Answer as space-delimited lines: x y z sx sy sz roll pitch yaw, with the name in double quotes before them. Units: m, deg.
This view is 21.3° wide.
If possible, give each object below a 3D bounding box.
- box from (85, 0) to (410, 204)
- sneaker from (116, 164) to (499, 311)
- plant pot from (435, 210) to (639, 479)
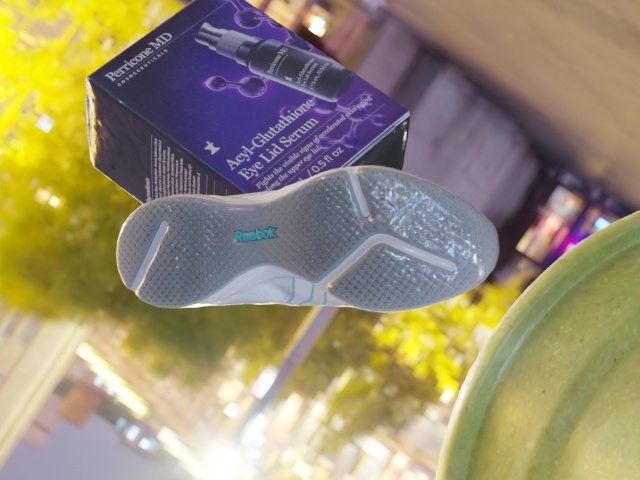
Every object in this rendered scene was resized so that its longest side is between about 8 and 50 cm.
"box" -0.058 -0.079 1.318 0.207 0.153 0.108 35 148 21
"sneaker" 0.000 0.000 0.651 0.152 0.053 0.061 0 179 27
"plant pot" 0.231 0.145 0.760 0.276 0.276 0.254 33 -179 -30
